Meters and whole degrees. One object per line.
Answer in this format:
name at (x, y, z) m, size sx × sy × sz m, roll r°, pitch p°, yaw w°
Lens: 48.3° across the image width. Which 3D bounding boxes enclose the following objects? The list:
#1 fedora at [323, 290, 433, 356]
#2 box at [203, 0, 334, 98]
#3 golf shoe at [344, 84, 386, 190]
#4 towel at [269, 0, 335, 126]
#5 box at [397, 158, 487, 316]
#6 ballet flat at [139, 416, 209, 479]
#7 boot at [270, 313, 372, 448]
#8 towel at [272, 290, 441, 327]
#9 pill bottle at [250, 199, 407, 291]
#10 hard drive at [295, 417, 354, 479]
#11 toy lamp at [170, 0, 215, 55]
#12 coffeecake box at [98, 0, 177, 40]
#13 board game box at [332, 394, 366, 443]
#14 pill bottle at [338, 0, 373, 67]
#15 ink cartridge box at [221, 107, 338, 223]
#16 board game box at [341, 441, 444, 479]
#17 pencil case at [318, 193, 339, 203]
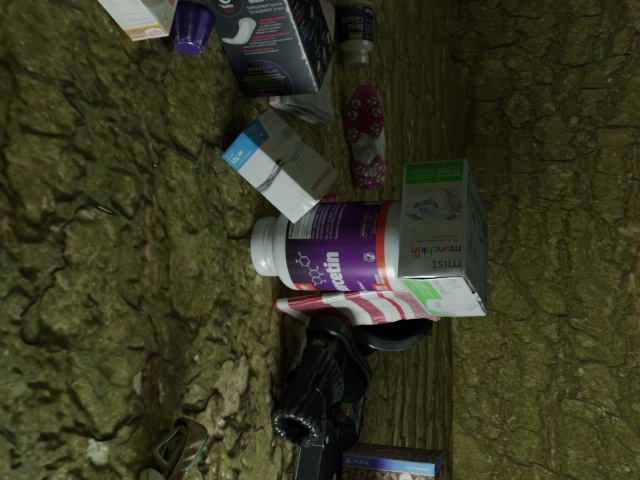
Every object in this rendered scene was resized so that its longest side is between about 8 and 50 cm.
fedora at (0.138, 0.194, 1.891) m, size 0.334 × 0.334 × 0.152 m, roll -63°, pitch 176°, yaw -50°
box at (-0.096, -0.421, 1.349) m, size 0.270 × 0.165 × 0.143 m, roll 67°, pitch 30°, yaw -45°
golf shoe at (0.134, -0.302, 2.055) m, size 0.140 × 0.115 × 0.306 m, roll -72°, pitch 161°, yaw -63°
towel at (-0.037, -0.444, 1.665) m, size 0.332 × 0.054 × 0.316 m, roll -2°, pitch 91°, yaw -70°
box at (0.245, 0.004, 1.371) m, size 0.262 × 0.127 × 0.231 m, roll 44°, pitch 48°, yaw -61°
ballet flat at (-0.243, 0.359, 1.105) m, size 0.067 × 0.073 × 0.206 m, roll 49°, pitch 34°, yaw -19°
boot at (0.004, 0.356, 1.614) m, size 0.348 × 0.131 × 0.260 m, roll 64°, pitch 38°, yaw -49°
towel at (0.089, 0.152, 1.584) m, size 0.237 × 0.329 × 0.037 m, roll 43°, pitch 42°, yaw -62°
pill bottle at (0.030, 0.012, 1.444) m, size 0.181 × 0.323 × 0.181 m, roll -1°, pitch 90°, yaw -69°
hard drive at (-0.001, 0.618, 1.708) m, size 0.237 × 0.064 × 0.338 m, roll 54°, pitch 40°, yaw -57°
toy lamp at (-0.204, -0.441, 1.189) m, size 0.080 × 0.080 × 0.274 m, roll 34°, pitch 59°, yaw -65°
coffeecake box at (-0.275, -0.402, 1.016) m, size 0.185 × 0.068 × 0.142 m, roll 51°, pitch 42°, yaw -59°
board game box at (0.080, 0.451, 1.926) m, size 0.170 × 0.048 × 0.141 m, roll -74°, pitch 153°, yaw -52°
pill bottle at (0.098, -0.565, 1.959) m, size 0.094 × 0.094 × 0.169 m, roll -1°, pitch 89°, yaw -69°
ink cartridge box at (-0.075, -0.147, 1.379) m, size 0.191 × 0.082 × 0.139 m, roll 44°, pitch 34°, yaw -7°
board game box at (0.179, 0.668, 1.768) m, size 0.141 × 0.232 × 0.290 m, roll 7°, pitch 83°, yaw -72°
pencil case at (0.000, 0.000, 1.691) m, size 0.104 × 0.105 × 0.236 m, roll -33°, pitch 118°, yaw -66°
